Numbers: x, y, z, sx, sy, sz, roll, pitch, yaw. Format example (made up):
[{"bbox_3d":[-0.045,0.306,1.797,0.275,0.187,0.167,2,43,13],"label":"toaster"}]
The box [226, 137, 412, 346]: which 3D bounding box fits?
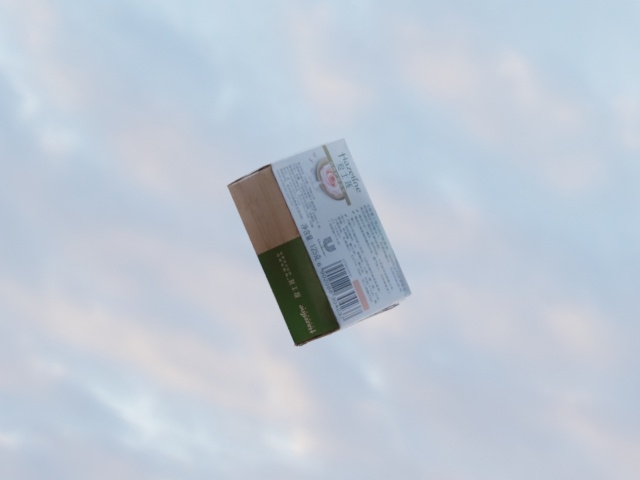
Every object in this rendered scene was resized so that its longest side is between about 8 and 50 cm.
[{"bbox_3d":[0.000,0.000,2.002,0.081,0.135,0.199,-21,-90,42],"label":"box"}]
